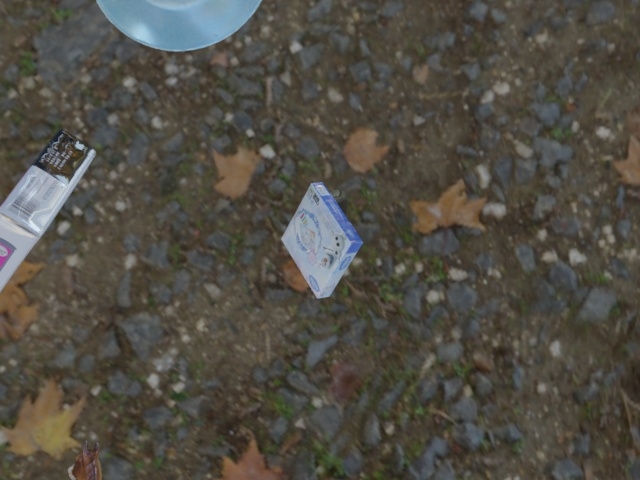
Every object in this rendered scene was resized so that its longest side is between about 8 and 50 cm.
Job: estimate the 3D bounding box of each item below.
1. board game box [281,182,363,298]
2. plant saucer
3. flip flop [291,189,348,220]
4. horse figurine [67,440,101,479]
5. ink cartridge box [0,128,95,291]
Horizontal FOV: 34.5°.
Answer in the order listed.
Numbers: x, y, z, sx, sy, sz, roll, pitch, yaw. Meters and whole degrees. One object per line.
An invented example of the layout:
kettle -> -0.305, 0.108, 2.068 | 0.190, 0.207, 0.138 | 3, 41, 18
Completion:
board game box -> 0.000, 0.000, 1.118 | 0.090, 0.020, 0.090 | 58, 135, 29
plant saucer -> -0.145, -0.292, 1.055 | 0.195, 0.195, 0.037 | -35, 37, -1
flip flop -> -0.003, -0.028, 1.568 | 0.080, 0.277, 0.112 | 11, 102, 2
horse figurine -> -0.290, 0.373, 1.125 | 0.174, 0.066, 0.263 | -49, 23, 34
ink cartridge box -> -0.425, 0.026, 1.357 | 0.371, 0.069, 0.176 | -47, 16, 40
